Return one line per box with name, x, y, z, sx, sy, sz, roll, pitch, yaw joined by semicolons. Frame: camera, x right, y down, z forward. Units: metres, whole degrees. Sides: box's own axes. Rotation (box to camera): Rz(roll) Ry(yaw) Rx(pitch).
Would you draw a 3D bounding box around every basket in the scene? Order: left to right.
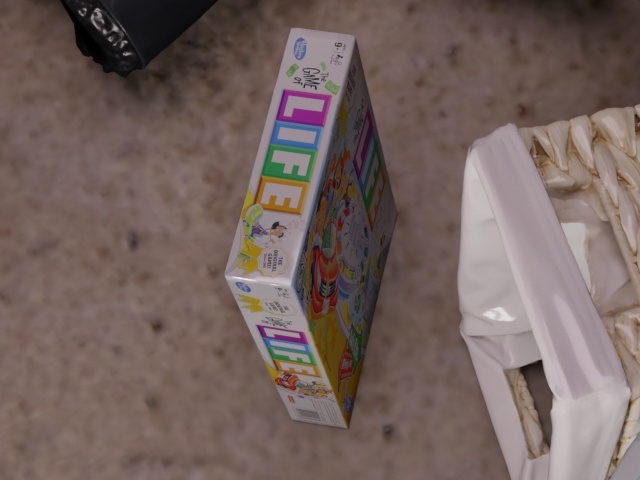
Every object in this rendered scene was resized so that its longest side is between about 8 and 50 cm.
basket;0.116;0.031;0.724;0.103;0.167;0.113;-15;64;-4

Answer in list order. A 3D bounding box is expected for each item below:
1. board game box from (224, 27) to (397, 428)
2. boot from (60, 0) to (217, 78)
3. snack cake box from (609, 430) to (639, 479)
board game box;0.000;0.000;0.759;0.026;0.154;0.103;8;68;12
boot;-0.013;-0.138;0.855;0.207;0.094;0.246;-42;60;-15
snack cake box;0.174;0.121;0.613;0.089;0.264;0.152;25;71;35
